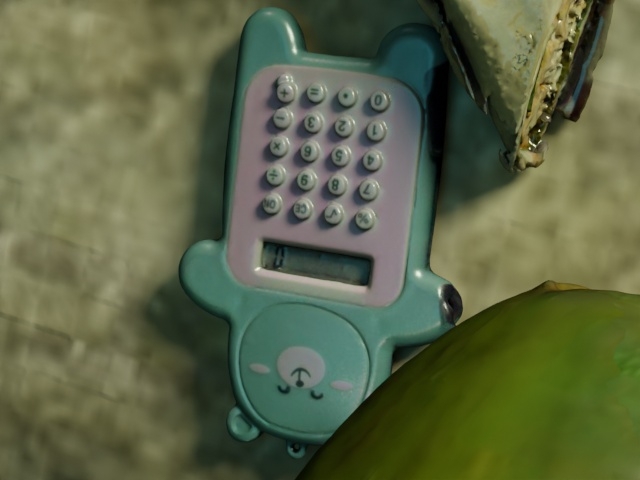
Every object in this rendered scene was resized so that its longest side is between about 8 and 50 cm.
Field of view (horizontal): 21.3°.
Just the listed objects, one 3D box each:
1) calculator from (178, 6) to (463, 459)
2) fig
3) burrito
[{"bbox_3d":[0.000,0.000,0.532,0.094,0.019,0.141,8,97,20],"label":"calculator"},{"bbox_3d":[0.058,0.104,0.429,0.181,0.181,0.191,8,78,23],"label":"fig"},{"bbox_3d":[0.043,-0.096,0.495,0.055,0.041,0.149,-31,85,36],"label":"burrito"}]
